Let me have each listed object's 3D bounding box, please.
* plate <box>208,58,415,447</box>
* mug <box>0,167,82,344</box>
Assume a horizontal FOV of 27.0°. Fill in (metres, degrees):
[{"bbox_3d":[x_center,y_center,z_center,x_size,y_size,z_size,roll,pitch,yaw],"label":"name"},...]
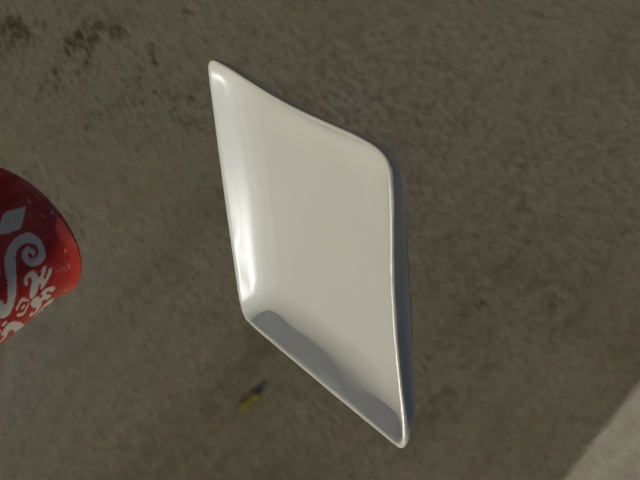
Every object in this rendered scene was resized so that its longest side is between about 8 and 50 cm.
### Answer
[{"bbox_3d":[0.000,0.000,1.150,0.045,0.278,0.277,-22,122,-26],"label":"plate"},{"bbox_3d":[-0.260,0.053,0.913,0.169,0.113,0.150,-49,161,-41],"label":"mug"}]
